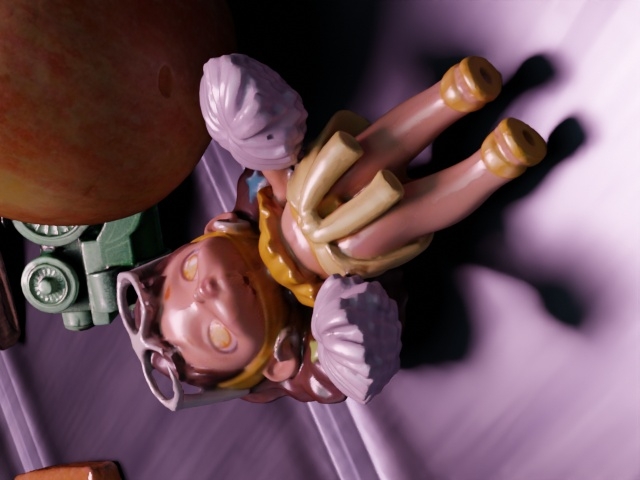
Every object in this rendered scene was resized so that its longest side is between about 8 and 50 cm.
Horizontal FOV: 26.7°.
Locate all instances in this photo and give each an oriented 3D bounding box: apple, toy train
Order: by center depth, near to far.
[{"bbox_3d":[-0.139,-0.100,0.710,0.188,0.174,0.188,-35,38,33],"label":"apple"},{"bbox_3d":[-0.143,-0.031,0.852,0.105,0.071,0.178,-6,102,7],"label":"toy train"}]

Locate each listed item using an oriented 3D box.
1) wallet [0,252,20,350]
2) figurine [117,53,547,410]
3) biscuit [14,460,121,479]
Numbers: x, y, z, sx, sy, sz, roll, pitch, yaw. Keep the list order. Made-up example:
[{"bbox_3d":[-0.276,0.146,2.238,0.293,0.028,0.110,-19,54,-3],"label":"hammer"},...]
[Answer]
[{"bbox_3d":[-0.292,0.016,1.081,0.153,0.039,0.118,25,131,47],"label":"wallet"},{"bbox_3d":[-0.001,0.001,0.665,0.240,0.116,0.174,-42,69,43],"label":"figurine"},{"bbox_3d":[-0.201,0.288,1.036,0.284,0.043,0.306,41,128,37],"label":"biscuit"}]
